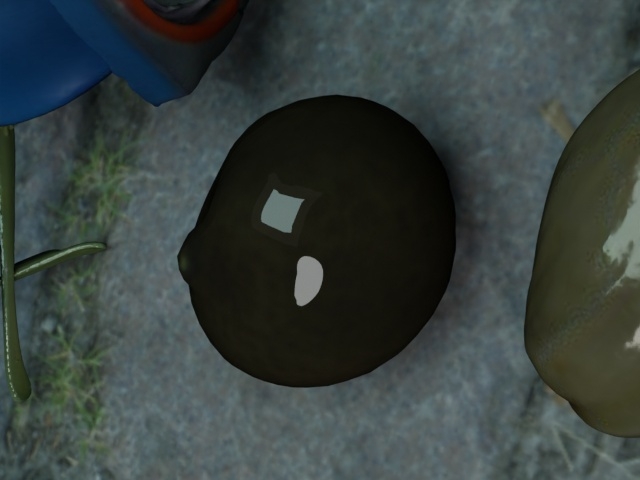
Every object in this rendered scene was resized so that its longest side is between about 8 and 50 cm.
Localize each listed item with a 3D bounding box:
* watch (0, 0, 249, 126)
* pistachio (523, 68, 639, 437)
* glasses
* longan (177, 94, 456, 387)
[{"bbox_3d":[-0.192,-0.241,1.053,0.275,0.241,0.305,-5,53,29],"label":"watch"},{"bbox_3d":[0.196,-0.002,0.866,0.153,0.138,0.237,25,99,40],"label":"pistachio"},{"bbox_3d":[-0.262,0.009,1.173,0.207,0.102,0.239,40,106,-3],"label":"glasses"},{"bbox_3d":[0.000,0.000,0.963,0.189,0.189,0.189,-2,86,29],"label":"longan"}]
